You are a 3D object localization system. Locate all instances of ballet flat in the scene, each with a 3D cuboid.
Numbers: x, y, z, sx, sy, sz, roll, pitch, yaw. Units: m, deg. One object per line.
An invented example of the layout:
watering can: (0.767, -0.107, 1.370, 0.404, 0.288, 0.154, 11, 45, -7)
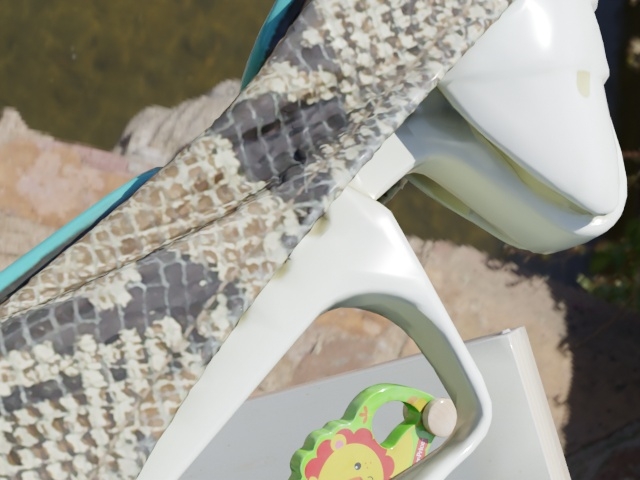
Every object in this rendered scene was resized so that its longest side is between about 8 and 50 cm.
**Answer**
ballet flat: (0.000, 0.000, 0.461, 0.182, 0.164, 0.483, 36, 71, 8)

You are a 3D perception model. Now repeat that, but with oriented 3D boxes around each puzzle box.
puzzle box: (0.001, 0.244, 0.948, 0.052, 0.409, 0.272, -13, 87, -66)

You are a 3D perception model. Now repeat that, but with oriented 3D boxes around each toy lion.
toy lion: (0.028, 0.132, 0.730, 0.096, 0.034, 0.100, 19, 84, -29)
